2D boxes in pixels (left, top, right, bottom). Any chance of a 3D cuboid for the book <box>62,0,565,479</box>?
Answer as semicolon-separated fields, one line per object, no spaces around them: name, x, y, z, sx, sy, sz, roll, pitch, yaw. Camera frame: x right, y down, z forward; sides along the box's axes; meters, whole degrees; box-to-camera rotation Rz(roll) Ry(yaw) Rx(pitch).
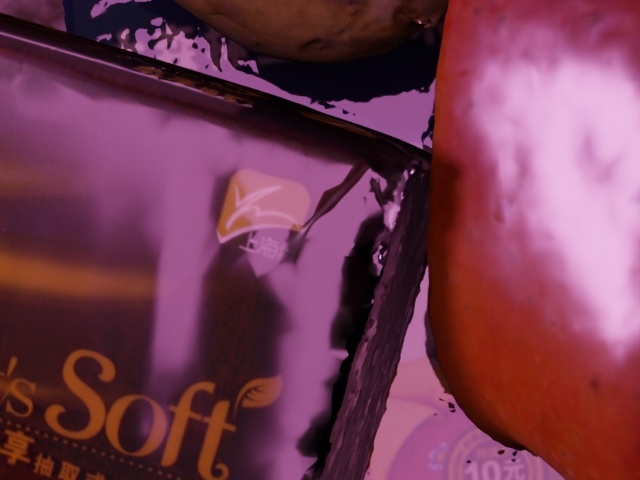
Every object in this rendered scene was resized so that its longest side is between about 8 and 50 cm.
book;0.000;0.000;0.813;0.228;0.018;0.322;-7;88;2

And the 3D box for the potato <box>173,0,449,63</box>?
potato;-0.047;-0.205;0.742;0.307;0.173;0.210;26;78;9

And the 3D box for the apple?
apple;0.208;-0.045;0.673;0.329;0.295;0.365;22;81;9

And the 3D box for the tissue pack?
tissue pack;-0.149;0.002;0.719;0.370;0.210;0.198;17;97;7
